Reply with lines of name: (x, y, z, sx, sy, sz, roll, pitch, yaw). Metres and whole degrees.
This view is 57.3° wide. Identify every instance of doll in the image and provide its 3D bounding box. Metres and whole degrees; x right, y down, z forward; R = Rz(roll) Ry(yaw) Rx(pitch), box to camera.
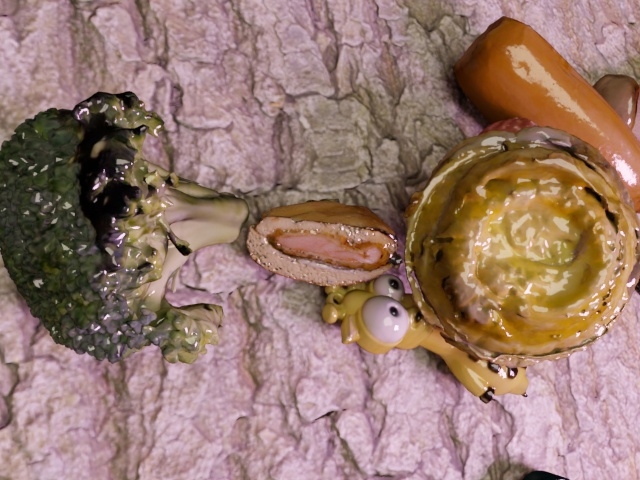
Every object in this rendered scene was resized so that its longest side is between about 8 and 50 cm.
doll: (0.137, 0.116, 0.719, 0.291, 0.086, 0.117, 24, 43, -15)

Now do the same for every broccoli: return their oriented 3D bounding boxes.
broccoli: (-0.167, -0.016, 0.564, 0.263, 0.247, 0.243, 36, 27, 26)

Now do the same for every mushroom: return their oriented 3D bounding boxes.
mushroom: (0.545, -0.207, 0.927, 0.329, 0.122, 0.159, -3, 46, -22)

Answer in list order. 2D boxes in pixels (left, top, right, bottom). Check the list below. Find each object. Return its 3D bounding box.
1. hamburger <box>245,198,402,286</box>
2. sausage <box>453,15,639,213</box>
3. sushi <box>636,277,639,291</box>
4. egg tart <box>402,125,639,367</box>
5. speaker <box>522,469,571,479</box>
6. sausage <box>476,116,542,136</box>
hamburger: (0.005, -0.002, 0.691, 0.176, 0.102, 0.087, 3, 114, -1)
sausage: (0.338, -0.149, 0.814, 0.354, 0.134, 0.116, 43, 45, -7)
sushi: (0.542, 0.062, 0.885, 0.150, 0.078, 0.090, 44, 69, -10)
egg tart: (0.226, 0.003, 0.642, 0.279, 0.095, 0.279, 0, 83, 4)
speaker: (0.276, 0.323, 0.742, 0.094, 0.075, 0.060, 14, 76, -9)
sausage: (0.257, -0.025, 0.759, 0.148, 0.148, 0.254, -13, 81, -22)
